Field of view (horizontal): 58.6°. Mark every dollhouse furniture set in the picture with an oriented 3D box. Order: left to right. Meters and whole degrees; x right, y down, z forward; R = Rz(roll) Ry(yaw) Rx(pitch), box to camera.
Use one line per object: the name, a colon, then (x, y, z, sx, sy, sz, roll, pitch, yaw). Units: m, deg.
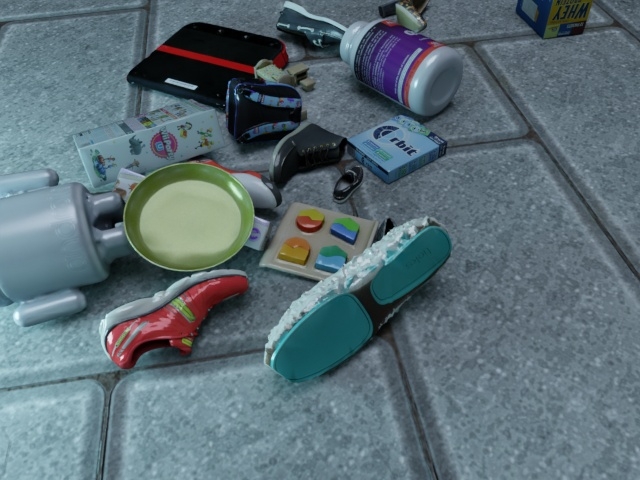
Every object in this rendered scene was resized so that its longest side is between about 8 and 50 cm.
dollhouse furniture set: (-0.061, -0.425, 1.540, 0.161, 0.101, 0.182, -30, 52, -24)

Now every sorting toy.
sorting toy: (0.000, 0.000, 1.175, 0.208, 0.038, 0.193, 12, 48, 14)

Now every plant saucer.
plant saucer: (-0.247, -0.042, 1.084, 0.241, 0.037, 0.240, 4, 60, -7)

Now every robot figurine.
robot figurine: (-0.539, 0.007, 1.082, 0.354, 0.200, 0.299, -16, 77, -11)

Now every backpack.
backpack: (-0.139, -0.325, 1.419, 0.174, 0.158, 0.117, -6, 27, -22)

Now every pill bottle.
pill bottle: (0.205, -0.472, 1.517, 0.182, 0.181, 0.323, -33, 54, -26)

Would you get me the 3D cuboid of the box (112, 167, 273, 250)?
box: (-0.259, -0.062, 1.164, 0.324, 0.067, 0.063, 20, 89, 4)

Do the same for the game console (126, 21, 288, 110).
game console: (-0.323, -0.517, 1.683, 0.387, 0.060, 0.342, 19, 55, 20)

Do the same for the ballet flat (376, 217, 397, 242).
ballet flat: (0.141, 0.027, 1.135, 0.058, 0.049, 0.173, -7, 47, -3)

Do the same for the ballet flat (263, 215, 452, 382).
ballet flat: (0.063, 0.099, 1.021, 0.409, 0.147, 0.147, -35, 54, -16)

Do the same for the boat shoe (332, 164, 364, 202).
boat shoe: (0.064, -0.137, 1.303, 0.046, 0.038, 0.125, 22, 51, 22)

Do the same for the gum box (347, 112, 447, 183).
gum box: (0.184, -0.226, 1.380, 0.184, 0.041, 0.157, -29, 51, -22)

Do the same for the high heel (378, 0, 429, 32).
high heel: (0.324, -0.745, 1.829, 0.186, 0.093, 0.261, -24, 41, -11)

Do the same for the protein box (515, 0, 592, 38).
protein box: (0.727, -0.768, 1.762, 0.136, 0.199, 0.201, -10, 47, -7)

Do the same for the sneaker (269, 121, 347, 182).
sneaker: (-0.027, -0.203, 1.339, 0.118, 0.083, 0.222, 19, 49, 19)

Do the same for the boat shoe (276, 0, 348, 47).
boat shoe: (-0.009, -0.642, 1.758, 0.303, 0.091, 0.114, 34, 12, 31)

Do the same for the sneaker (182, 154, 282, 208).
sneaker: (-0.225, -0.095, 1.244, 0.270, 0.090, 0.145, 23, 52, 27)

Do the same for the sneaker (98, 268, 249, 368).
sneaker: (-0.248, 0.145, 1.028, 0.279, 0.107, 0.118, -25, 70, -18)

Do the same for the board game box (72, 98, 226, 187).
board game box: (-0.402, -0.234, 1.327, 0.304, 0.097, 0.224, -22, 27, -17)
